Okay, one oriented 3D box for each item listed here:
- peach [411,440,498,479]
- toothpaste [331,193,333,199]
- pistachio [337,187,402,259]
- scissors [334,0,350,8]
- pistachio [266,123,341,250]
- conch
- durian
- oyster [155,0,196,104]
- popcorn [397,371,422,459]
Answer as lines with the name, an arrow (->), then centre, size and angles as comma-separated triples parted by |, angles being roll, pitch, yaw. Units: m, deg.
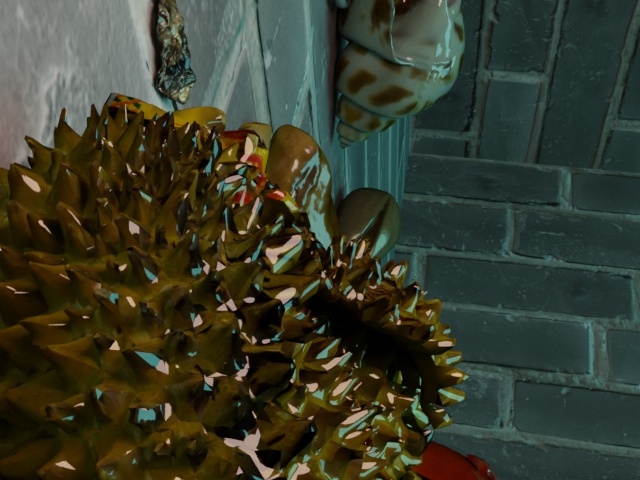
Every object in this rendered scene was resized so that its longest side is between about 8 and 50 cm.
peach -> 0.080, 0.408, 1.158 | 0.370, 0.370, 0.370 | 6, 90, -82
toothpaste -> 0.000, 0.000, 1.455 | 0.205, 0.036, 0.056 | 92, 6, -52
pistachio -> 0.083, -0.021, 1.736 | 0.226, 0.135, 0.136 | -61, 156, -56
scissors -> 0.027, -0.513, 1.274 | 0.383, 0.029, 0.256 | 71, 26, -69
pistachio -> -0.033, -0.030, 0.983 | 0.110, 0.100, 0.189 | -122, -164, -63
conch -> 0.118, -0.318, 1.497 | 0.249, 0.197, 0.368 | -4, 104, -58
durian -> -0.061, 0.087, 0.422 | 0.258, 0.258, 0.293 | -65, 150, -67
oyster -> -0.102, -0.134, 0.667 | 0.054, 0.019, 0.083 | -73, 166, -56
popcorn -> -0.007, 0.163, 0.958 | 0.237, 0.205, 0.251 | -62, 145, -25
